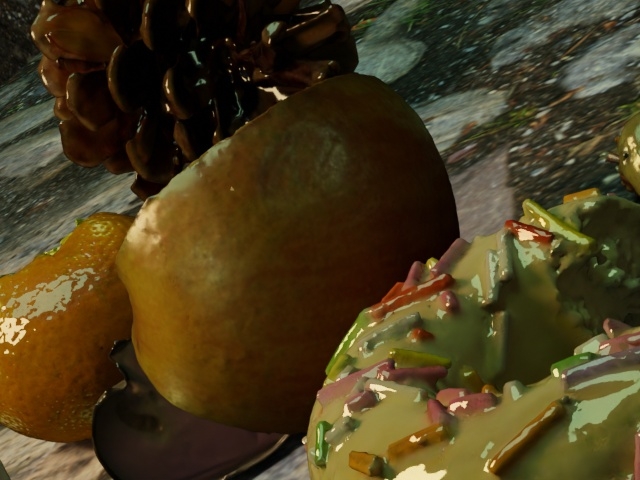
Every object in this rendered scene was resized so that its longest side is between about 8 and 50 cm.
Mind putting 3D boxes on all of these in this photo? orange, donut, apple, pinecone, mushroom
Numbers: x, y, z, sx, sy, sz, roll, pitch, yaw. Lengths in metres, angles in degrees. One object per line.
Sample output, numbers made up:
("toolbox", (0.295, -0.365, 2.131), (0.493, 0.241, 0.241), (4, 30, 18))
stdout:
("orange", (-0.212, 0.091, 1.570), (0.237, 0.179, 0.158), (-34, 39, -21))
("donut", (0.130, 0.105, 1.046), (0.307, 0.150, 0.371), (-30, 19, 3))
("apple", (0.000, 0.000, 1.319), (0.179, 0.254, 0.346), (8, 29, 41))
("pinecone", (-0.121, -0.213, 1.953), (0.384, 0.384, 0.384), (-27, 19, 10))
("mushroom", (-0.101, 0.129, 1.375), (0.188, 0.141, 0.117), (-30, -4, -12))

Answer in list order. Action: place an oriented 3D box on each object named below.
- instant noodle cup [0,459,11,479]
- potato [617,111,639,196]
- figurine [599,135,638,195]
("instant noodle cup", (-0.312, 0.244, 1.240), (0.200, 0.264, 0.264), (-25, 17, -10))
("potato", (0.280, -0.021, 1.057), (0.090, 0.226, 0.117), (-53, 25, 26))
("figurine", (0.274, -0.073, 1.458), (0.064, 0.047, 0.109), (-3, 17, 8))
